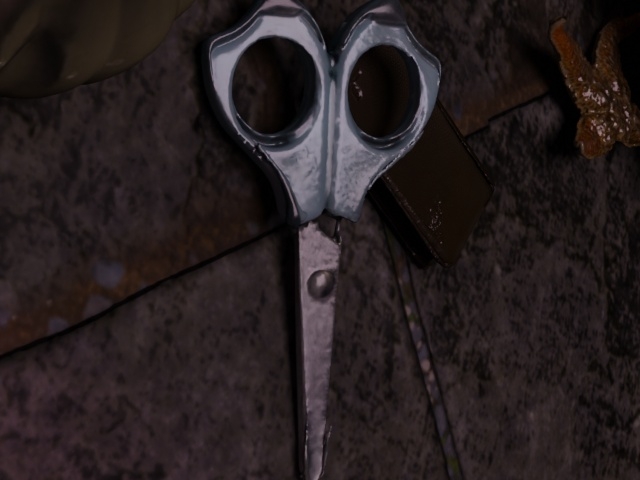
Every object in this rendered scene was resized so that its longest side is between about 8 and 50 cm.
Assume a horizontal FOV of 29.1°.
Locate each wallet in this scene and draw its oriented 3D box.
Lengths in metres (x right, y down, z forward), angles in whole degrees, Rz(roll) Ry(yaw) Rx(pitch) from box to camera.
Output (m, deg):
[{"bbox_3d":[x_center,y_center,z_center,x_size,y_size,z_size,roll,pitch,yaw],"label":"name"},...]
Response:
[{"bbox_3d":[0.066,-0.077,0.975,0.198,0.031,0.110,53,53,-29],"label":"wallet"}]

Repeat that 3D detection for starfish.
[{"bbox_3d":[0.278,-0.153,1.194,0.247,0.050,0.138,-19,103,-56],"label":"starfish"}]

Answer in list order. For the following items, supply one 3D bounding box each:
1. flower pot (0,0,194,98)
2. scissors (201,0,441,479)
[{"bbox_3d":[-0.138,-0.232,0.621,0.307,0.244,0.307,6,82,-47],"label":"flower pot"},{"bbox_3d":[0.001,0.000,0.882,0.191,0.029,0.360,1,91,-30],"label":"scissors"}]
